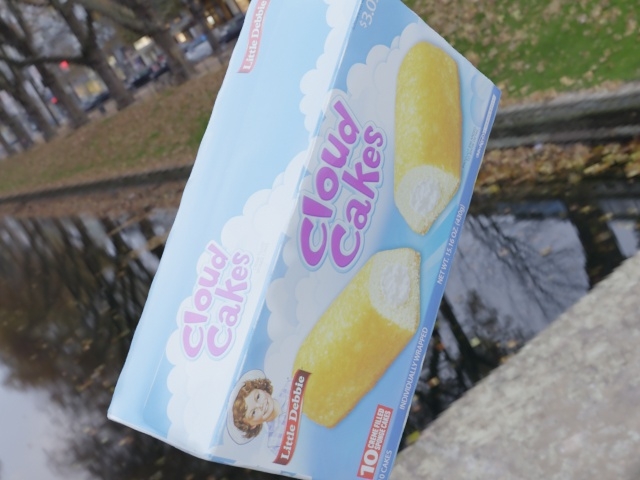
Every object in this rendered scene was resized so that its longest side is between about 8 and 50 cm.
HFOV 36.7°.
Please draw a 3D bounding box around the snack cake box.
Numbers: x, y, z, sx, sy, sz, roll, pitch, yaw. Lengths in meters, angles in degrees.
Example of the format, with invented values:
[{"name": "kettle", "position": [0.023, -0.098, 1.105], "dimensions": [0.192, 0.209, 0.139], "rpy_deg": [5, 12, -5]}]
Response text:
[{"name": "snack cake box", "position": [0.000, 0.000, 0.562], "dimensions": [0.089, 0.152, 0.264], "rpy_deg": [10, 79, 41]}]
